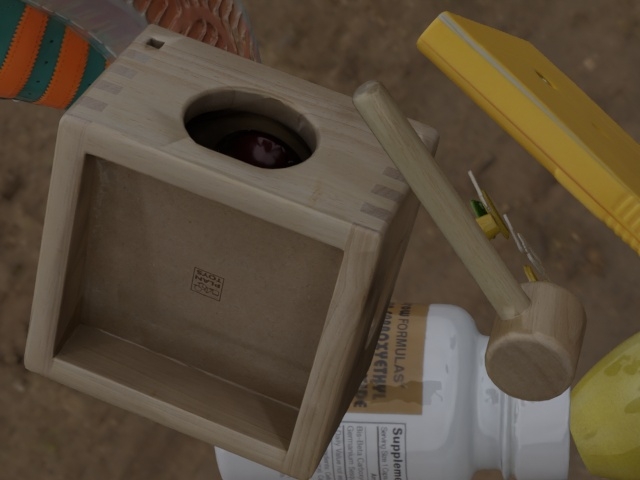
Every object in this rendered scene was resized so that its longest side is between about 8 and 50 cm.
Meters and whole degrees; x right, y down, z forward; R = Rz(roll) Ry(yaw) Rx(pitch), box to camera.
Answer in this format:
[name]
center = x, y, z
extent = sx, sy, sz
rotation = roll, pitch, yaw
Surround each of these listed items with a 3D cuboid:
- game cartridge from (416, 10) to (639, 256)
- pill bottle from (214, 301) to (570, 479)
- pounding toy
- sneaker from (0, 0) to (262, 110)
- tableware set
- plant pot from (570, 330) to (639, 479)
[game cartridge]
center = 0.262, -0.091, 1.703
extent = 0.052, 0.285, 0.323
rotation = -47, 72, 17
[pill bottle]
center = 0.051, 0.106, 1.145
extent = 0.229, 0.131, 0.131
rotation = 1, 57, 8
[pounding toy]
center = 0.007, -0.005, 0.660
extent = 0.206, 0.181, 0.094
rotation = 21, 37, 8
[sneaker]
center = -0.136, -0.116, 0.845
extent = 0.121, 0.302, 0.108
rotation = -13, 63, 25
[tableware set]
center = 0.159, 0.018, 1.404
extent = 0.024, 0.154, 0.104
rotation = -31, 47, 11
[plant pot]
center = 0.260, 0.149, 1.432
extent = 0.095, 0.134, 0.134
rotation = -22, 48, 13
